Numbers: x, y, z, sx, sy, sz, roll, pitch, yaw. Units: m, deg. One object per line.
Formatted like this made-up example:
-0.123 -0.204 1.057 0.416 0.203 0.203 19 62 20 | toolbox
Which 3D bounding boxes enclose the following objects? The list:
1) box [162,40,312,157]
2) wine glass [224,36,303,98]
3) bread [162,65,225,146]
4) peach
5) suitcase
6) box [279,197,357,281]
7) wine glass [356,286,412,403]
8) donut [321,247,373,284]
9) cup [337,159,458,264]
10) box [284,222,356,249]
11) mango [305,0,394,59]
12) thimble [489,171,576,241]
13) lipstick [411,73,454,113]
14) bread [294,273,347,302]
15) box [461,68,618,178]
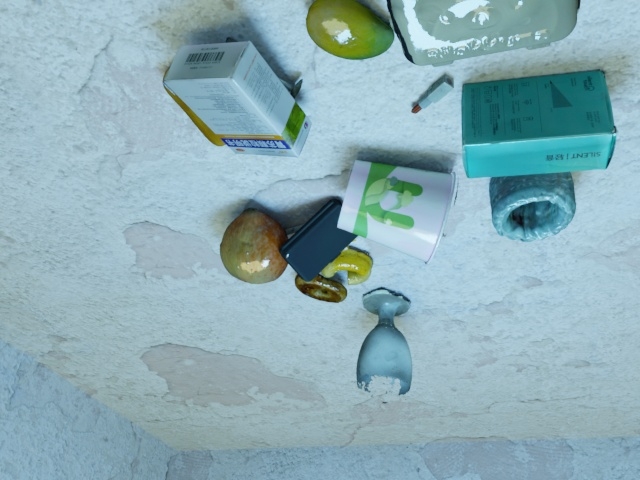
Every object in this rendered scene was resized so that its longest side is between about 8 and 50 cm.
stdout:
-0.180 -0.314 1.495 0.200 0.106 0.299 8 159 32 | box
-0.139 -0.390 1.499 0.198 0.066 0.066 26 140 -23 | wine glass
-0.293 -0.326 1.607 0.092 0.074 0.239 -9 141 30 | bread
-0.198 0.012 1.940 0.232 0.233 0.232 5 144 4 | peach
0.276 -0.490 1.173 0.351 0.194 0.339 -6 140 18 | suitcase
0.000 0.000 1.905 0.230 0.050 0.160 -44 134 -5 | box
0.216 0.350 2.200 0.190 0.357 0.190 4 146 3 | wine glass
0.088 0.083 2.095 0.181 0.078 0.146 28 143 -27 | donut
0.195 -0.090 1.718 0.274 0.253 0.253 16 144 4 | cup
-0.027 0.000 2.026 0.247 0.033 0.129 -16 130 30 | box
0.062 -0.442 1.374 0.194 0.092 0.130 7 143 -14 | mango
0.547 -0.107 1.690 0.198 0.143 0.235 24 139 -22 | thimble
0.256 -0.333 1.529 0.030 0.030 0.129 26 141 -24 | lipstick
0.003 0.153 2.185 0.193 0.064 0.193 17 160 6 | bread
0.471 -0.254 1.450 0.311 0.205 0.118 -3 144 15 | box
